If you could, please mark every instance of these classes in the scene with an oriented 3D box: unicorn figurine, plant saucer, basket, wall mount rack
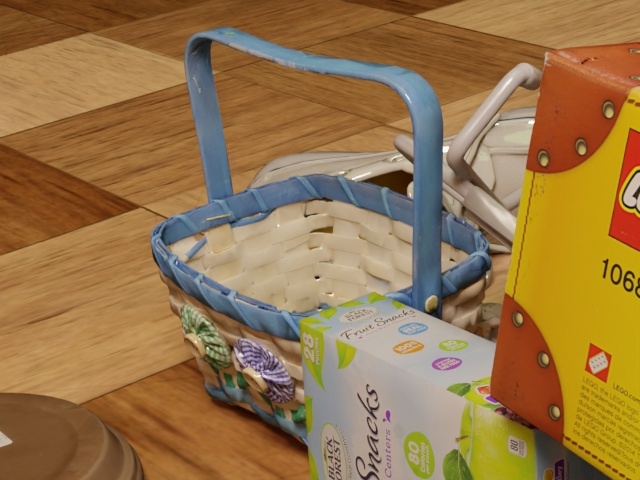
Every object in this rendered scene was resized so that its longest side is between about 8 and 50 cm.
[{"bbox_3d":[0.097,0.066,1.297,0.161,0.060,0.111,14,24,4],"label":"unicorn figurine"},{"bbox_3d":[-0.263,0.171,1.112,0.277,0.041,0.278,-6,18,2],"label":"plant saucer"},{"bbox_3d":[0.000,0.000,1.157,0.201,0.289,0.254,-17,24,-35],"label":"basket"},{"bbox_3d":[0.233,-0.004,1.219,0.350,0.130,0.304,40,4,21],"label":"wall mount rack"}]

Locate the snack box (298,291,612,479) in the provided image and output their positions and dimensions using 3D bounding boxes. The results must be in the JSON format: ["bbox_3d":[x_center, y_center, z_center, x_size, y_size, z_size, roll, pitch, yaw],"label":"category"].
[{"bbox_3d":[0.077,0.144,0.947,0.070,0.175,0.207,-18,24,-33],"label":"snack box"}]

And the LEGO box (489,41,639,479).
[{"bbox_3d":[0.381,0.063,0.707,0.372,0.193,0.500,-10,27,-34],"label":"LEGO box"}]

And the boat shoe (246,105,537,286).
[{"bbox_3d":[0.104,-0.030,1.412,0.367,0.136,0.156,-5,22,7],"label":"boat shoe"}]
